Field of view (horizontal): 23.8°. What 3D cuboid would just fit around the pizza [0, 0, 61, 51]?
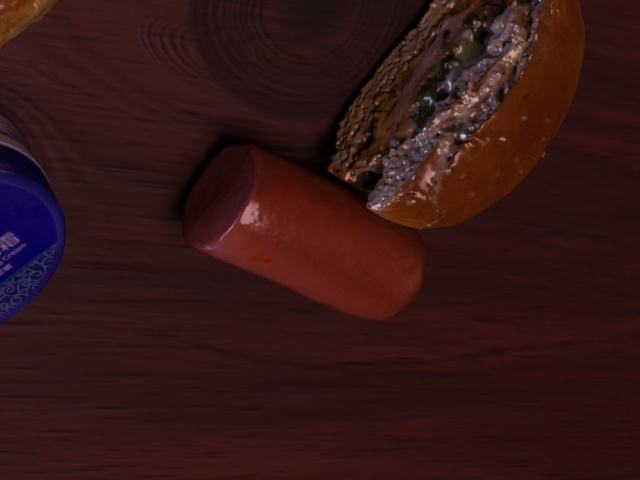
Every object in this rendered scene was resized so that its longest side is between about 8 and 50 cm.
[{"bbox_3d":[-0.258,-0.227,1.159,0.258,0.087,0.268,-3,119,-30],"label":"pizza"}]

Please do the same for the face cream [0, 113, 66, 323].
[{"bbox_3d":[-0.316,-0.014,1.208,0.206,0.111,0.206,-23,146,-17],"label":"face cream"}]

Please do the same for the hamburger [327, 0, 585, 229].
[{"bbox_3d":[0.151,-0.126,1.420,0.283,0.144,0.156,-51,130,3],"label":"hamburger"}]

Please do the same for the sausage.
[{"bbox_3d":[0.000,0.000,1.430,0.259,0.113,0.113,24,103,-37],"label":"sausage"}]
